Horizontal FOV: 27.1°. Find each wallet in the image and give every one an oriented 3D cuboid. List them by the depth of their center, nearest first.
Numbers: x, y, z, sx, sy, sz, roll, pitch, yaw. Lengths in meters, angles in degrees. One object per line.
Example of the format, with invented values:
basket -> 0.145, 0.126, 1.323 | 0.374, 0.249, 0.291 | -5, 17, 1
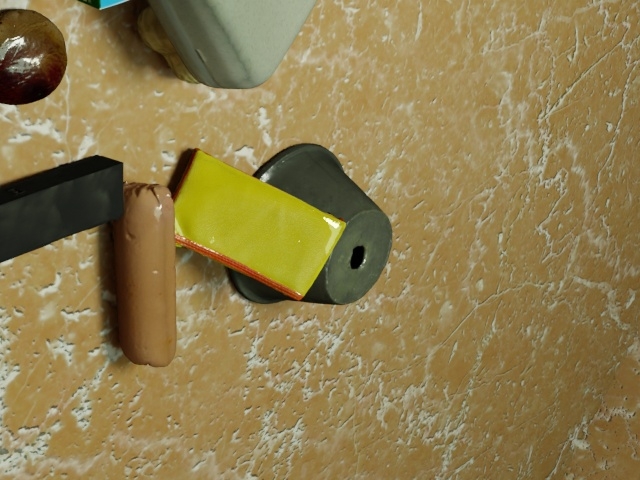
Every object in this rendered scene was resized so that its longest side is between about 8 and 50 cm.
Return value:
wallet -> -0.102, -0.021, 1.892 | 0.241, 0.067, 0.141 | 26, 94, -15

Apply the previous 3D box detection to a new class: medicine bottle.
medicine bottle -> -0.081, -0.387, 1.671 | 0.375, 0.123, 0.282 | -63, 145, -28

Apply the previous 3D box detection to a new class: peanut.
peanut -> -0.173, -0.256, 1.738 | 0.082, 0.082, 0.187 | -58, 144, -8

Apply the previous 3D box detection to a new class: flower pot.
flower pot -> 0.000, 0.000, 2.047 | 0.269, 0.166, 0.269 | -28, 132, -37

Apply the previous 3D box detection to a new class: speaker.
speaker -> -0.338, -0.040, 1.664 | 0.218, 0.044, 0.082 | -27, 129, -49

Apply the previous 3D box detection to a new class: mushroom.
mushroom -> -0.350, -0.213, 1.560 | 0.123, 0.052, 0.123 | -26, 126, -42

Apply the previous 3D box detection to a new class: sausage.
sausage -> -0.241, 0.049, 1.832 | 0.086, 0.086, 0.289 | -28, 133, -40

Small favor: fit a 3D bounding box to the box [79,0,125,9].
box -> -0.270, -0.373, 1.484 | 0.073, 0.139, 0.194 | -29, 132, -40
